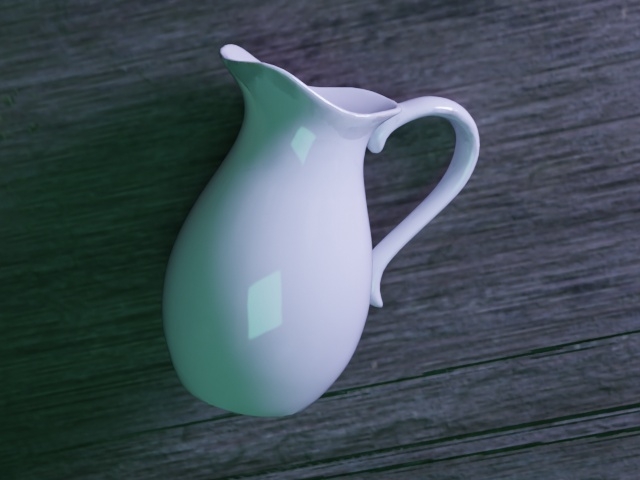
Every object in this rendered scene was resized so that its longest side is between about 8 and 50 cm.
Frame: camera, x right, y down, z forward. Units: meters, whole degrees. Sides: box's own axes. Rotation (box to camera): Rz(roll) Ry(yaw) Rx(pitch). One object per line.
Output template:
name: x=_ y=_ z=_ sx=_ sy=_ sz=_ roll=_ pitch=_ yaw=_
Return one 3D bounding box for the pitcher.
pitcher: x=0.000 y=0.000 z=0.747 sx=0.178 sy=0.125 sz=0.207 roll=9 pitch=105 yaw=-20
